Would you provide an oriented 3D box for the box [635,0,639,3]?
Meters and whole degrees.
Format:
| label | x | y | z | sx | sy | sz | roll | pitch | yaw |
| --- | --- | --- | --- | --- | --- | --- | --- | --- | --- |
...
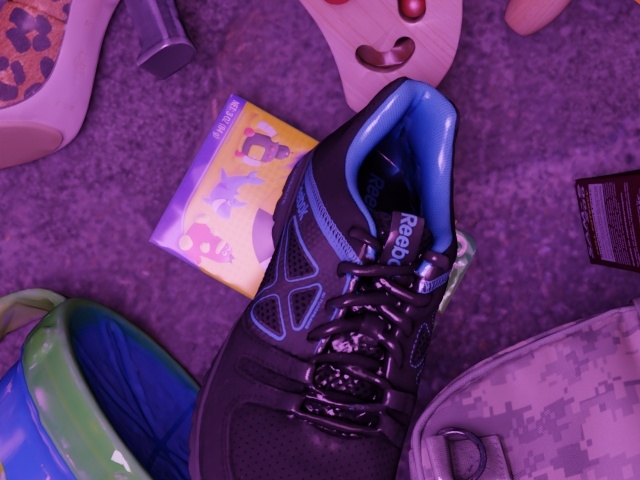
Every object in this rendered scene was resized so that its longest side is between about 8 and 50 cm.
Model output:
| label | x | y | z | sx | sy | sz | roll | pitch | yaw |
| --- | --- | --- | --- | --- | --- | --- | --- | --- | --- |
| box | 0.193 | -0.234 | 0.849 | 0.136 | 0.081 | 0.028 | 36 | 125 | -4 |

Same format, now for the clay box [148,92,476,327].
| label | x | y | z | sx | sy | sz | roll | pitch | yaw |
| --- | --- | --- | --- | --- | --- | --- | --- | --- | --- |
| clay box | 0.000 | 0.000 | 0.858 | 0.222 | 0.053 | 0.127 | 29 | 88 | -2 |

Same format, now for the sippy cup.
| label | x | y | z | sx | sy | sz | roll | pitch | yaw |
| --- | --- | --- | --- | --- | --- | --- | --- | --- | --- |
| sippy cup | -0.177 | 0.196 | 0.772 | 0.224 | 0.305 | 0.240 | -40 | 117 | 5 |

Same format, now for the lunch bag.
| label | x | y | z | sx | sy | sz | roll | pitch | yaw |
| --- | --- | --- | --- | --- | --- | --- | --- | --- | --- |
| lunch bag | 0.192 | 0.188 | 0.747 | 0.256 | 0.305 | 0.212 | -8 | 54 | 6 |

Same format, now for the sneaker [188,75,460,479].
| label | x | y | z | sx | sy | sz | roll | pitch | yaw |
| --- | --- | --- | --- | --- | --- | --- | --- | --- | --- |
| sneaker | 0.009 | 0.050 | 0.693 | 0.125 | 0.139 | 0.341 | 18 | 58 | -14 |

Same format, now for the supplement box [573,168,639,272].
| label | x | y | z | sx | sy | sz | roll | pitch | yaw |
| --- | --- | --- | --- | --- | --- | --- | --- | --- | --- |
| supplement box | 0.270 | -0.021 | 0.776 | 0.130 | 0.239 | 0.073 | -10 | 93 | -2 |

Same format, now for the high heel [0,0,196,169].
| label | x | y | z | sx | sy | sz | roll | pitch | yaw |
| --- | --- | --- | --- | --- | --- | --- | --- | --- | --- |
| high heel | -0.228 | -0.161 | 0.850 | 0.261 | 0.093 | 0.186 | -25 | 69 | 11 |

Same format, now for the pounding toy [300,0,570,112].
| label | x | y | z | sx | sy | sz | roll | pitch | yaw |
| --- | --- | --- | --- | --- | --- | --- | --- | --- | --- |
| pounding toy | 0.039 | -0.199 | 0.843 | 0.269 | 0.155 | 0.154 | 28 | 117 | -6 |
